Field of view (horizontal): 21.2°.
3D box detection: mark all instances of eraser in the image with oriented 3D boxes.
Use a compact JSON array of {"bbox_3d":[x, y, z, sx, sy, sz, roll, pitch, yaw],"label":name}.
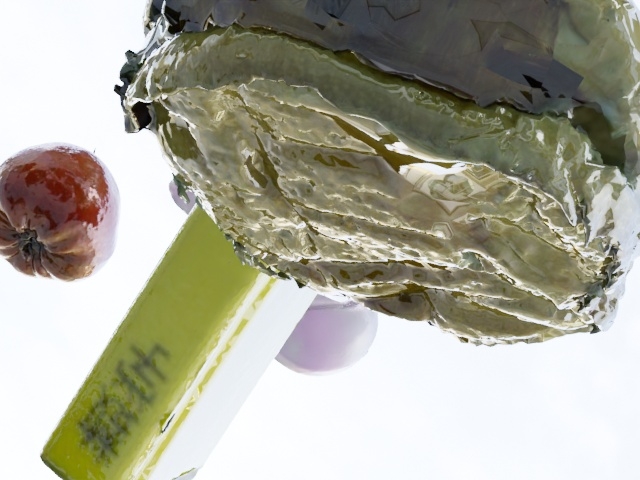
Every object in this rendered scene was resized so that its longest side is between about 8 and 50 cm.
[{"bbox_3d":[-0.073,0.060,1.084,0.069,0.158,0.226,36,-76,12],"label":"eraser"}]

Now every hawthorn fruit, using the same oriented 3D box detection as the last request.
[{"bbox_3d":[-0.223,-0.028,1.481,0.125,0.140,0.125,40,-36,37],"label":"hawthorn fruit"}]

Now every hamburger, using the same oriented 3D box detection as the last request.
[{"bbox_3d":[0.040,-0.063,0.828,0.265,0.134,0.285,13,-21,8],"label":"hamburger"}]

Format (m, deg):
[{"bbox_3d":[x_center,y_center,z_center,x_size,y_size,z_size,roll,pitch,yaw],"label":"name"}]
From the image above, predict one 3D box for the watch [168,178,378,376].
[{"bbox_3d":[0.000,0.000,1.360,0.211,0.248,0.217,69,-20,6],"label":"watch"}]
